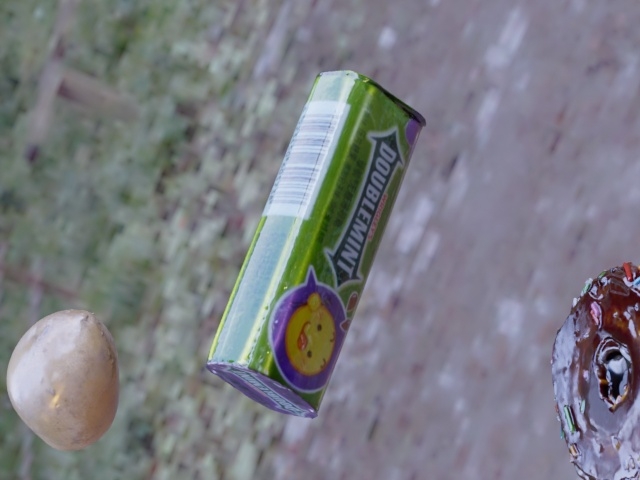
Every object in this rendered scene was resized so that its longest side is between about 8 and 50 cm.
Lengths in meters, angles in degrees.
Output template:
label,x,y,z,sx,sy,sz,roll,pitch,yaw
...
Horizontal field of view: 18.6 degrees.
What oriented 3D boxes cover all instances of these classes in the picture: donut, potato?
label,x,y,z,sx,sy,sz,roll,pitch,yaw
donut,0.312,0.134,1.866,0.235,0.089,0.235,-178,90,-66
potato,-0.241,0.133,1.852,0.112,0.112,0.147,-104,8,-59

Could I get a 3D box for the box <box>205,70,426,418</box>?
label,x,y,z,sx,sy,sz,roll,pitch,yaw
box,0.000,0.000,2.019,0.097,0.134,0.345,1,62,45
